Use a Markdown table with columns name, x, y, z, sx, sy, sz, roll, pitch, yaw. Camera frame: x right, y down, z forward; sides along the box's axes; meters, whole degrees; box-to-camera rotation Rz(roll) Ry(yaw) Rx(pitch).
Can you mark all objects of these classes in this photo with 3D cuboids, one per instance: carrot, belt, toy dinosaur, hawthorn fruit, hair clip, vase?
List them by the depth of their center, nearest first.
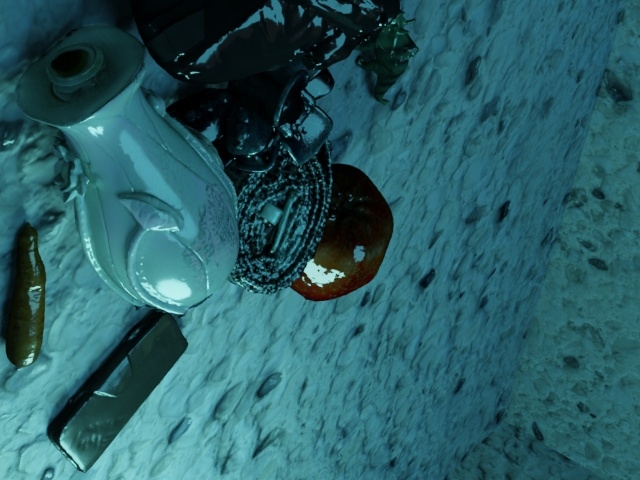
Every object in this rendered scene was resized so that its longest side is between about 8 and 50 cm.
| name | x | y | z | sx | sy | sz | roll | pitch | yaw |
| --- | --- | --- | --- | --- | --- | --- | --- | --- | --- |
| vase | -0.269 | -0.098 | 1.696 | 0.250 | 0.250 | 0.445 | -49 | 143 | -23 |
| carrot | -0.444 | 0.087 | 1.771 | 0.059 | 0.059 | 0.248 | -25 | 133 | -50 |
| hair clip | -0.097 | -0.230 | 1.897 | 0.310 | 0.206 | 0.194 | -54 | 152 | -13 |
| belt | -0.107 | -0.061 | 2.078 | 0.206 | 0.160 | 0.295 | 14 | 93 | -32 |
| hawthorn fruit | 0.000 | 0.000 | 2.301 | 0.254 | 0.254 | 0.300 | -39 | 173 | -37 |
| toy dinosaur | 0.117 | -0.361 | 2.305 | 0.079 | 0.120 | 0.292 | -58 | 179 | -31 |

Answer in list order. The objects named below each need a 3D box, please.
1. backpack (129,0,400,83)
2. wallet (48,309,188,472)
| name | x | y | z | sx | sy | sz | roll | pitch | yaw |
| --- | --- | --- | --- | --- | --- | --- | --- | --- | --- |
| backpack | -0.091 | -0.394 | 1.670 | 0.445 | 0.254 | 0.363 | -31 | 114 | -29 |
| wallet | -0.358 | 0.269 | 2.111 | 0.309 | 0.042 | 0.165 | -50 | 153 | -21 |
